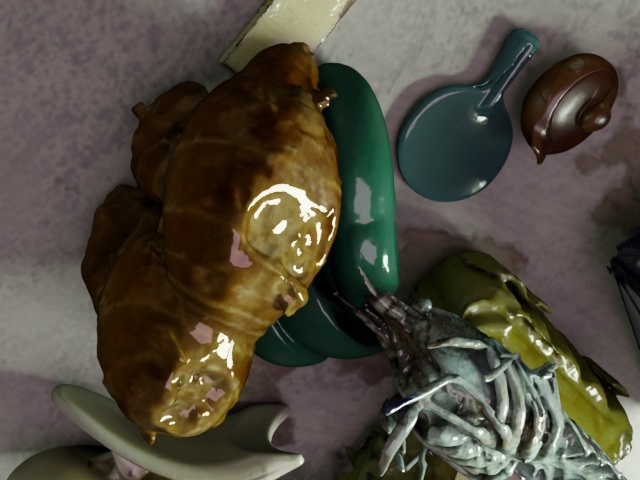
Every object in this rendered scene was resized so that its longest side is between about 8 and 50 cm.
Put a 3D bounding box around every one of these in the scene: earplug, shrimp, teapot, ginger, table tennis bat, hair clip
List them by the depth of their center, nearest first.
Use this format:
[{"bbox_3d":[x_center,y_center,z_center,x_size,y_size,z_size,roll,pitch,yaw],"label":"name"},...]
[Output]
[{"bbox_3d":[-0.100,-0.013,1.193,0.152,0.274,0.357,20,111,-31],"label":"ginger"},{"bbox_3d":[0.166,0.180,1.216,0.410,0.166,0.221,33,131,-28],"label":"shrimp"},{"bbox_3d":[-0.005,-0.002,1.284,0.280,0.164,0.257,-39,93,27],"label":"earplug"},{"bbox_3d":[-0.169,0.220,1.331,0.282,0.172,0.113,10,100,-9],"label":"hair clip"},{"bbox_3d":[0.257,-0.131,1.338,0.129,0.078,0.098,-40,137,-12],"label":"teapot"},{"bbox_3d":[0.160,-0.129,1.353,0.124,0.033,0.201,27,103,-26],"label":"table tennis bat"}]

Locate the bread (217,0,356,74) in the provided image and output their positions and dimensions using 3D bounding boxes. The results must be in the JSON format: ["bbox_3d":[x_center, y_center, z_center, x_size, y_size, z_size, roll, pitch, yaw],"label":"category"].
[{"bbox_3d":[-0.027,-0.210,1.273,0.068,0.028,0.153,37,96,-24],"label":"bread"}]

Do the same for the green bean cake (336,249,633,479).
[{"bbox_3d":[0.151,0.200,1.381,0.310,0.202,0.285,-46,113,5],"label":"green bean cake"}]

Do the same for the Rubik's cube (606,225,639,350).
[{"bbox_3d":[0.524,0.109,1.364,0.305,0.310,0.307,-31,130,-4],"label":"Rubik's cube"}]
